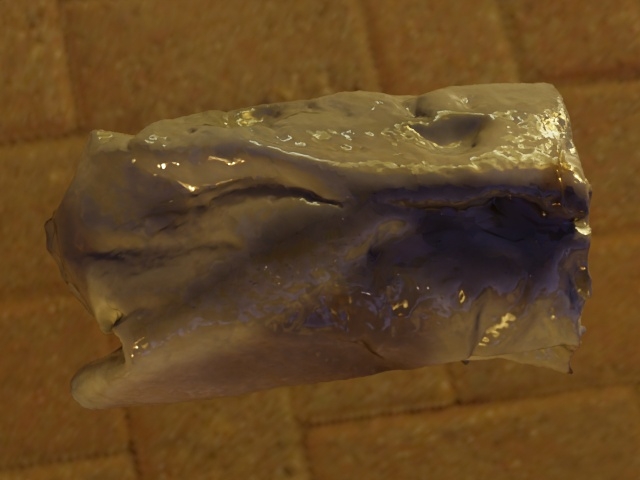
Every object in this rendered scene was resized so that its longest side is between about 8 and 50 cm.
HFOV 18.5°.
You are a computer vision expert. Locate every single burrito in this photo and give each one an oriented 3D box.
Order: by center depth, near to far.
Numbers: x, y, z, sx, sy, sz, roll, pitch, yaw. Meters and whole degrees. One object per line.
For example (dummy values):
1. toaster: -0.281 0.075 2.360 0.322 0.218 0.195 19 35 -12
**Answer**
1. burrito: 0.001 0.003 1.200 0.331 0.135 0.190 -6 90 -8
